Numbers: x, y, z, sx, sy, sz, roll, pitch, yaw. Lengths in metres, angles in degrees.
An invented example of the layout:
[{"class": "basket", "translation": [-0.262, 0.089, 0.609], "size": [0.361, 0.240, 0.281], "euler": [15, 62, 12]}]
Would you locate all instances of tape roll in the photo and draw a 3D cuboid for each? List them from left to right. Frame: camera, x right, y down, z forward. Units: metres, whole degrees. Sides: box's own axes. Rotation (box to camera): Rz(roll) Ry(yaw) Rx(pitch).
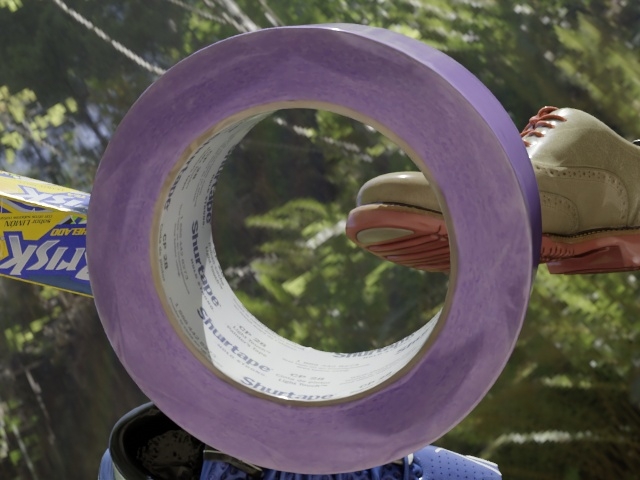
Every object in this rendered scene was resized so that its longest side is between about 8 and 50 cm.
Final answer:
[{"class": "tape roll", "translation": [0.000, 0.000, 0.562], "size": [0.189, 0.189, 0.080], "euler": [-52, -3, 15]}]

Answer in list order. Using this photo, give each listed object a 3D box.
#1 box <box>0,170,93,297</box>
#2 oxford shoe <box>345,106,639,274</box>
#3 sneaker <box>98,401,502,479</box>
[{"class": "box", "translation": [-0.189, -0.007, 0.832], "size": [0.169, 0.059, 0.054], "euler": [14, -75, -9]}, {"class": "oxford shoe", "translation": [0.157, -0.040, 1.008], "size": [0.348, 0.123, 0.130], "euler": [3, -97, -42]}, {"class": "sneaker", "translation": [-0.022, 0.183, 0.952], "size": [0.316, 0.127, 0.182], "euler": [9, -25, 3]}]
